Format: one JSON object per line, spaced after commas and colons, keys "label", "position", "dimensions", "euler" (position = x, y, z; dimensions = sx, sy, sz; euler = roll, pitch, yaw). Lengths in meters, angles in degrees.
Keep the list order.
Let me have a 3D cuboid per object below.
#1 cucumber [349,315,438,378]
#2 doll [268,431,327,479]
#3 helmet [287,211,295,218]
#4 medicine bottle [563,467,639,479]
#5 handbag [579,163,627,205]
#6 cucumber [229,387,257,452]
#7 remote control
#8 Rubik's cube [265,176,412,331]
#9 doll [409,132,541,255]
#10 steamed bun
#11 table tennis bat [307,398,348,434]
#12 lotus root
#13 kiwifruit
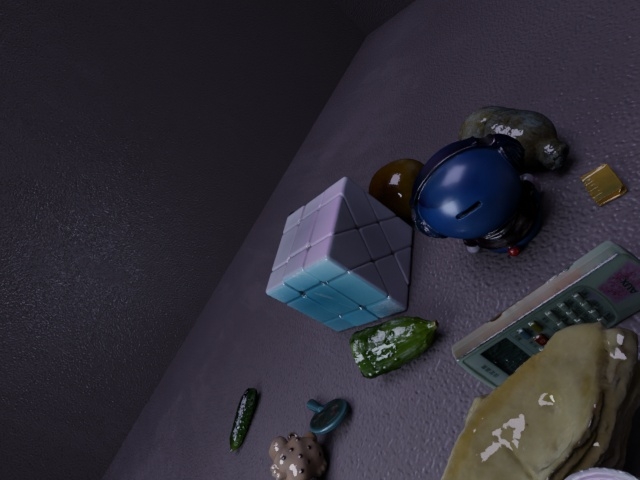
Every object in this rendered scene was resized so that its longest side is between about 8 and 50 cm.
{"label": "cucumber", "position": [0.199, 0.254, 1.029], "dimensions": [0.244, 0.134, 0.134], "euler": [-34, 32, 34]}
{"label": "doll", "position": [-0.057, 0.622, 1.013], "dimensions": [0.278, 0.154, 0.119], "euler": [-92, 16, -50]}
{"label": "helmet", "position": [0.000, 0.000, 1.598], "dimensions": [0.225, 0.304, 0.177], "euler": [38, 119, 55]}
{"label": "medicine bottle", "position": [0.367, 0.345, 0.429], "dimensions": [0.152, 0.254, 0.152], "euler": [-43, 27, 29]}
{"label": "handbag", "position": [0.598, -0.118, 0.857], "dimensions": [0.061, 0.027, 0.083], "euler": [-37, 31, 35]}
{"label": "cucumber", "position": [-0.287, 0.660, 1.494], "dimensions": [0.069, 0.069, 0.228], "euler": [-21, 46, 52]}
{"label": "remote control", "position": [0.413, 0.148, 0.728], "dimensions": [0.344, 0.145, 0.050], "euler": [-45, 22, 25]}
{"label": "Rubik's cube", "position": [0.066, 0.058, 1.275], "dimensions": [0.315, 0.321, 0.319], "euler": [-30, 36, 43]}
{"label": "doll", "position": [0.360, -0.100, 0.937], "dimensions": [0.284, 0.309, 0.240], "euler": [-41, 30, 30]}
{"label": "steamed bun", "position": [0.315, 0.331, 0.618], "dimensions": [0.428, 0.189, 0.247], "euler": [-54, 20, -11]}
{"label": "table tennis bat", "position": [0.009, 0.491, 1.154], "dimensions": [0.124, 0.033, 0.201], "euler": [-35, 7, -23]}
{"label": "lotus root", "position": [0.496, -0.273, 1.074], "dimensions": [0.175, 0.174, 0.349], "euler": [-54, 27, 4]}
{"label": "kiwifruit", "position": [0.261, -0.165, 1.348], "dimensions": [0.233, 0.195, 0.196], "euler": [-24, 39, 53]}
